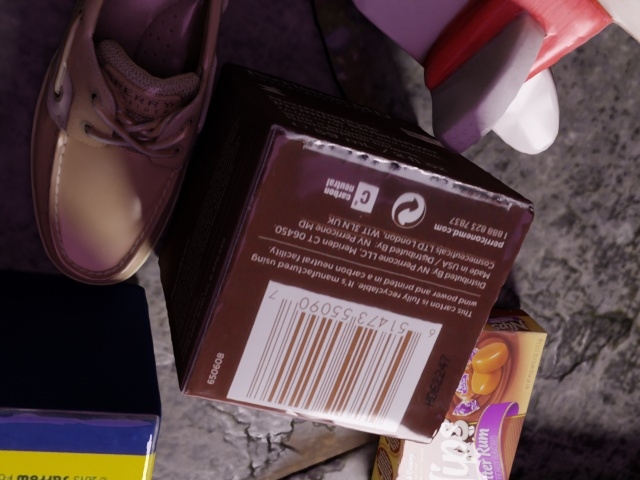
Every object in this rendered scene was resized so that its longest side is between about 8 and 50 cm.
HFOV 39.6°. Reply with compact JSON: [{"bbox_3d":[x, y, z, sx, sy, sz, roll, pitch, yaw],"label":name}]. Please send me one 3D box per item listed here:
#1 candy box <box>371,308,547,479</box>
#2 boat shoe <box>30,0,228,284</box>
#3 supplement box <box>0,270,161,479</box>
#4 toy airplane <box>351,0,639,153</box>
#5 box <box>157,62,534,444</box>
[{"bbox_3d":[0.114,0.149,0.759,0.109,0.053,0.186,5,108,-16],"label":"candy box"},{"bbox_3d":[-0.122,-0.101,0.575,0.109,0.098,0.302,14,107,-19],"label":"boat shoe"},{"bbox_3d":[-0.238,0.220,0.619,0.195,0.194,0.356,6,109,-17],"label":"supplement box"},{"bbox_3d":[0.199,-0.196,0.514,0.386,0.272,0.384,-7,115,-7],"label":"toy airplane"},{"bbox_3d":[0.000,0.000,0.588,0.168,0.203,0.167,15,106,-19],"label":"box"}]
